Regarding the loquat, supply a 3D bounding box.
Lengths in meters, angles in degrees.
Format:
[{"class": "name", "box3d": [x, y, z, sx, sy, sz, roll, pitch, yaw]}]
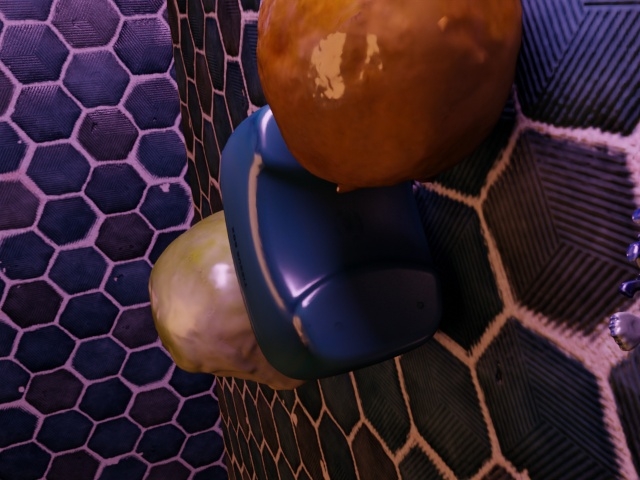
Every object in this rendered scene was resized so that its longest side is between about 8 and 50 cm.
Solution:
[{"class": "loquat", "box3d": [0.046, -0.157, 0.474, 0.238, 0.193, 0.238, 41, 140, 48]}]

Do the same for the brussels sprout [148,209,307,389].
[{"class": "brussels sprout", "box3d": [-0.126, 0.093, 0.936, 0.242, 0.274, 0.316, -46, 56, 42]}]

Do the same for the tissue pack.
[{"class": "tissue pack", "box3d": [0.000, 0.000, 0.666, 0.206, 0.198, 0.287, 150, 106, -68]}]

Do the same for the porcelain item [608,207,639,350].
[{"class": "porcelain item", "box3d": [0.197, 0.047, 0.348, 0.021, 0.075, 0.136, 135, 122, -65]}]
